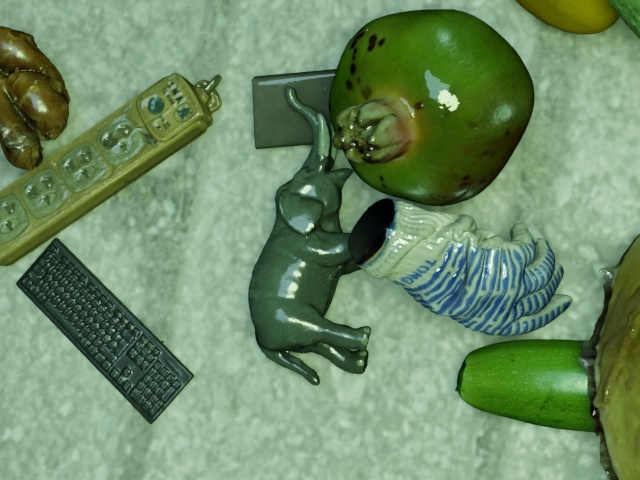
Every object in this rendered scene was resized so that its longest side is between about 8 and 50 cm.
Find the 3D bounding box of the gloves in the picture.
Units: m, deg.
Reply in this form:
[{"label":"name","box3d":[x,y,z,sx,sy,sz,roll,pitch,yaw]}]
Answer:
[{"label":"gloves","box3d":[0.129,0.029,1.162,0.119,0.229,0.097,-36,49,49]}]

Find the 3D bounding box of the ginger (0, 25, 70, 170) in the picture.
[{"label":"ginger","box3d":[-0.302,-0.147,1.333,0.103,0.073,0.162,-44,68,4]}]

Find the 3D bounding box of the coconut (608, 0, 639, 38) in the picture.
[{"label":"coconut","box3d":[0.369,-0.294,1.102,0.328,0.281,0.328,0,85,-2]}]

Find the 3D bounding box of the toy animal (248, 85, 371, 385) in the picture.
[{"label":"toy animal","box3d":[0.010,-0.001,1.233,0.137,0.082,0.269,9,88,10]}]

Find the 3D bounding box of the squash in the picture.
[{"label":"squash","box3d":[0.260,0.128,1.164,0.292,0.082,0.082,3,82,13]}]

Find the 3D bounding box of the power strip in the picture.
[{"label":"power strip","box3d":[-0.222,-0.073,1.318,0.305,0.044,0.064,-34,75,5]}]

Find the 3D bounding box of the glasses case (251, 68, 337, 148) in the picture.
[{"label":"glasses case","box3d":[0.029,-0.128,1.273,0.191,0.042,0.072,-4,91,11]}]

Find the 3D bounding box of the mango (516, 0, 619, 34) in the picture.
[{"label":"mango","box3d":[0.201,-0.302,1.226,0.138,0.113,0.253,-31,78,7]}]

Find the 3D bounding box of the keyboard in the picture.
[{"label":"keyboard","box3d":[-0.212,0.086,1.308,0.202,0.011,0.067,43,93,15]}]

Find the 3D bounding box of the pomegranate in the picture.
[{"label":"pomegranate","box3d":[0.081,-0.111,1.140,0.180,0.210,0.180,9,108,30]}]

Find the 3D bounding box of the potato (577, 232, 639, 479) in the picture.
[{"label":"potato","box3d":[0.383,0.035,0.997,0.290,0.296,0.397,42,69,13]}]
